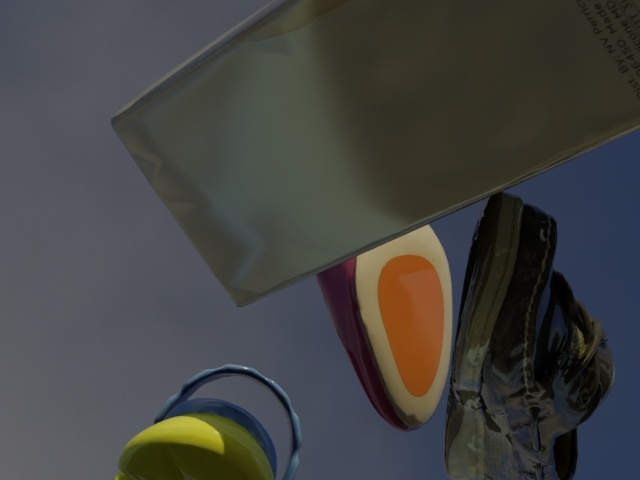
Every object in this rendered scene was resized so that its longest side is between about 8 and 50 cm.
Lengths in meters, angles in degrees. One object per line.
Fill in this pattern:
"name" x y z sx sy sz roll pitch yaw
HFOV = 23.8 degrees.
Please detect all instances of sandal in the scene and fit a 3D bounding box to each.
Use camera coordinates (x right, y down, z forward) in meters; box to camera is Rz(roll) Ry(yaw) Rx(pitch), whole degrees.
"sandal" -0.090 0.198 1.015 0.126 0.138 0.317 30 -51 -1

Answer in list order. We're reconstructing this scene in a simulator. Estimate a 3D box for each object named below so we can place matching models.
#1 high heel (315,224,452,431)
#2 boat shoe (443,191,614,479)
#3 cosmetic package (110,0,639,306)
"high heel" 0.000 0.000 0.889 0.082 0.117 0.244 -6 -104 -46
"boat shoe" 0.099 0.053 0.700 0.073 0.080 0.223 11 -32 9
"cosmetic package" 0.068 -0.093 0.635 0.309 0.160 0.113 -24 -76 46
